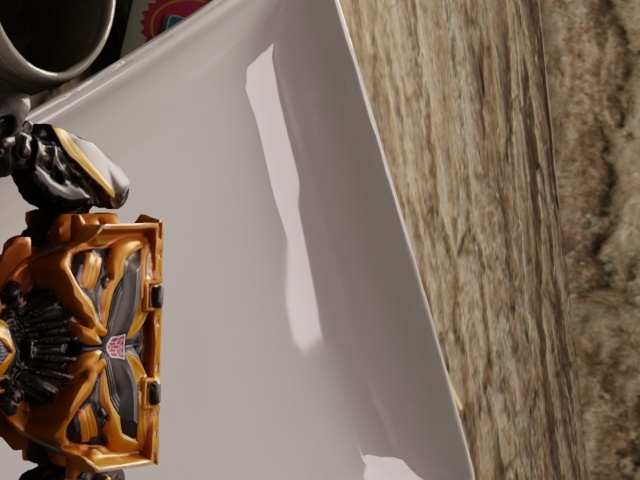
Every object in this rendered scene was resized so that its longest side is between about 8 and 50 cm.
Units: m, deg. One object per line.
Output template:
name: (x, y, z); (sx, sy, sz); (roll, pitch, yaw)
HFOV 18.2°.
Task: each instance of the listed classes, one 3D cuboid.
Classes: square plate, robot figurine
square plate: (-0.068, 0.072, 0.998); (0.344, 0.049, 0.347); (-38, 120, -42)
robot figurine: (-0.168, 0.045, 0.784); (0.291, 0.085, 0.211); (-2, 93, -47)

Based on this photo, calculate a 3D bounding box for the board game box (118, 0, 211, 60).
board game box: (-0.044, -0.237, 1.245); (0.224, 0.097, 0.303); (113, -11, -52)

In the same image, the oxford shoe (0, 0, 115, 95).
oxford shoe: (-0.204, -0.197, 0.814); (0.449, 0.130, 0.169); (57, 35, -56)

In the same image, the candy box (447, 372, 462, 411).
candy box: (0.000, 0.000, 1.415); (0.183, 0.087, 0.316); (66, 4, 34)
